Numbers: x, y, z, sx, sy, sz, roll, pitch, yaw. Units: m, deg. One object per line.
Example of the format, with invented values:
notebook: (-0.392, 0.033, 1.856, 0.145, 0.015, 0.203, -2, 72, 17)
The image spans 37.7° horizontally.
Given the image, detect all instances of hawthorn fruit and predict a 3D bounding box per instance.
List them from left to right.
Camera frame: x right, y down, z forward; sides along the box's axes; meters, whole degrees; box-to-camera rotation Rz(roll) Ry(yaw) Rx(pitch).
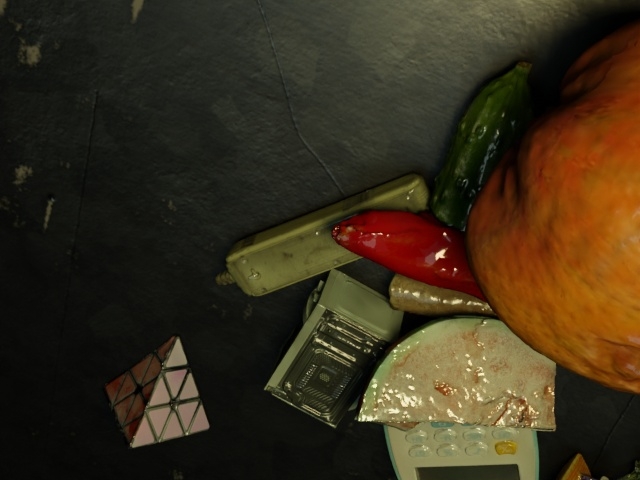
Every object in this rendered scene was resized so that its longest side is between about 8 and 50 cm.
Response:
hawthorn fruit: (0.413, -0.013, 1.090, 0.472, 0.471, 0.471, 6, 120, 10)

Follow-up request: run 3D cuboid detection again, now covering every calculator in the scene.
calculator: (0.238, 0.325, 1.601, 0.256, 0.054, 0.386, -6, 116, 16)

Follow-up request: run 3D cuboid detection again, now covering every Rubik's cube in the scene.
Rubik's cube: (-0.273, 0.323, 1.675, 0.178, 0.190, 0.211, 36, 127, -29)

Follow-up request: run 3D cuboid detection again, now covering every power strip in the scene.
power strip: (0.000, 0.000, 1.466, 0.388, 0.066, 0.092, -21, 114, 20)

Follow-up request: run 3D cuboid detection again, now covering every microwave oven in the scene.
microwave oven: (0.023, 0.178, 1.525, 0.162, 0.122, 0.208, 29, 121, -3)

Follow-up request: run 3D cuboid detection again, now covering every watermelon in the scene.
watermelon: (0.195, 0.225, 1.427, 0.305, 0.180, 0.223, 1, 121, -8)

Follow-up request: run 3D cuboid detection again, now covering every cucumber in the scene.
cucumber: (0.241, -0.132, 1.300, 0.134, 0.134, 0.244, 17, 115, 3)

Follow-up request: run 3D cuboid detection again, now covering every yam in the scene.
yam: (0.256, 0.103, 1.463, 0.300, 0.066, 0.066, 9, 121, 8)

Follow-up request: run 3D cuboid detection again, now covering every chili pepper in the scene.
chili pepper: (0.199, 0.026, 1.375, 0.388, 0.110, 0.110, 15, 124, -19)

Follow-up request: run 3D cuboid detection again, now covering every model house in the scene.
model house: (0.439, 0.429, 1.576, 0.101, 0.088, 0.100, 20, 130, 31)

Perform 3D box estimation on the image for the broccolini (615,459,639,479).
broccolini: (0.535, 0.428, 1.585, 0.091, 0.068, 0.202, 23, 125, -23)
